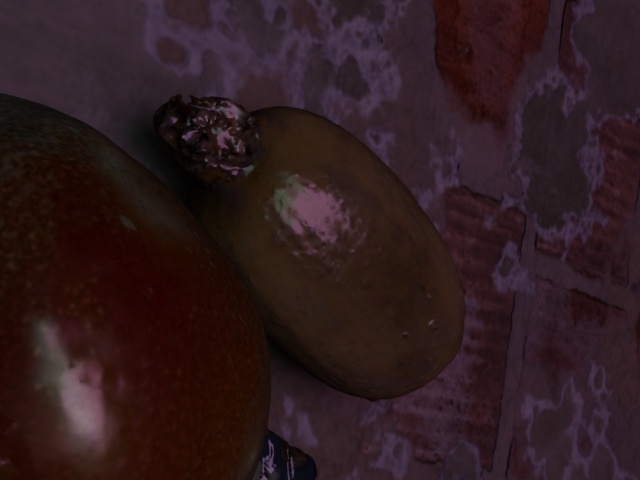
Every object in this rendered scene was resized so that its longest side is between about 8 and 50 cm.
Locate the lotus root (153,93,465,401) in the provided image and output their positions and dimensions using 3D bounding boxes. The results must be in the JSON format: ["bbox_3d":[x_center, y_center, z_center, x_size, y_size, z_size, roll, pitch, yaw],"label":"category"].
[{"bbox_3d":[0.000,0.000,0.828,0.342,0.152,0.169,49,58,-36],"label":"lotus root"}]

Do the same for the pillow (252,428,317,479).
[{"bbox_3d":[-0.114,0.203,0.807,0.255,0.034,0.188,42,61,-33],"label":"pillow"}]

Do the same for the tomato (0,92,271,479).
[{"bbox_3d":[-0.177,0.071,0.571,0.239,0.304,0.303,-23,106,-57],"label":"tomato"}]
